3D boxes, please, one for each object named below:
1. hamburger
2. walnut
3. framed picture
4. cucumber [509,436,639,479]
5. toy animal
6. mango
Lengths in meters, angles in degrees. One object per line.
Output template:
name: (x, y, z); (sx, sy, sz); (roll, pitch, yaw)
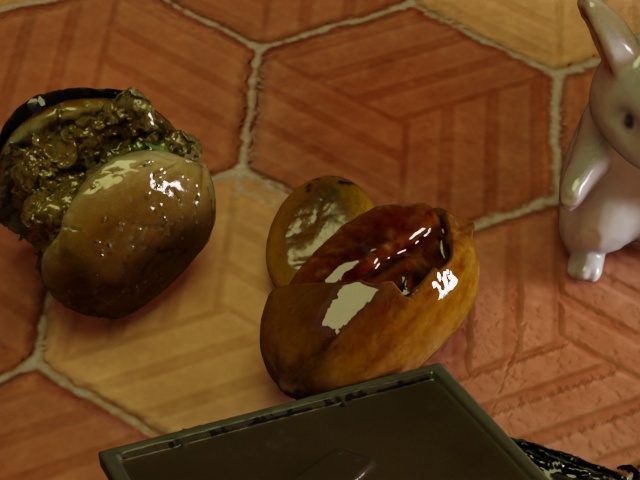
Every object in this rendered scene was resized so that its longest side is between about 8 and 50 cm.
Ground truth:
hamburger: (-0.150, -0.034, 1.361); (0.159, 0.185, 0.131); (-9, 44, -31)
walnut: (0.041, 0.041, 1.342); (0.207, 0.116, 0.116); (-36, 59, -27)
framed picture: (0.003, 0.151, 1.189); (0.250, 0.016, 0.184); (-14, 27, -19)
cucumber: (0.096, 0.154, 1.275); (0.245, 0.067, 0.067); (14, 49, 13)
toy animal: (0.242, -0.078, 1.361); (0.140, 0.282, 0.138); (-1, 63, 0)
mango: (0.000, 0.000, 1.416); (0.079, 0.057, 0.114); (18, 58, 8)
